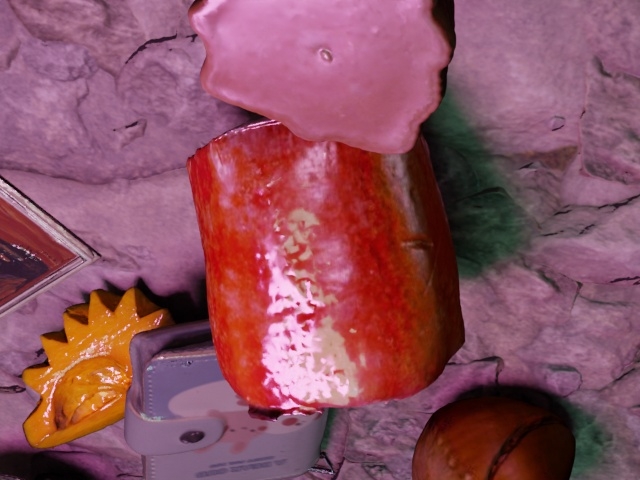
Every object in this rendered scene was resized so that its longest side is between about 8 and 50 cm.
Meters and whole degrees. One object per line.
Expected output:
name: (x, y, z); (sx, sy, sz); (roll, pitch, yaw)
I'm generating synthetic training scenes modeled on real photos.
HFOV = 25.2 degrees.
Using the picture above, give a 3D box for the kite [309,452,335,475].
kite: (-0.099, 0.217, 1.860); (0.314, 0.011, 0.335); (-27, 124, 36)

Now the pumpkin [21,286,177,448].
pumpkin: (-0.258, 0.143, 1.782); (0.254, 0.149, 0.130); (-35, 76, 17)

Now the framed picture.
framed picture: (-0.428, 0.011, 1.740); (0.216, 0.016, 0.273); (41, 132, -24)

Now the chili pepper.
chili pepper: (0.000, 0.000, 1.437); (0.251, 0.229, 0.305); (-8, 100, 22)

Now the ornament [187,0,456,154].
ornament: (0.030, -0.219, 1.212); (0.235, 0.218, 0.221); (-27, 122, 36)

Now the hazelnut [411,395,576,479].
hazelnut: (0.216, 0.274, 1.717); (0.208, 0.208, 0.208); (9, 137, 8)

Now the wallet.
wallet: (-0.111, 0.200, 1.720); (0.252, 0.083, 0.360); (-6, 144, -11)

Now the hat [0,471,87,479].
hat: (-0.382, 0.405, 2.057); (0.265, 0.128, 0.266); (11, 124, 16)
